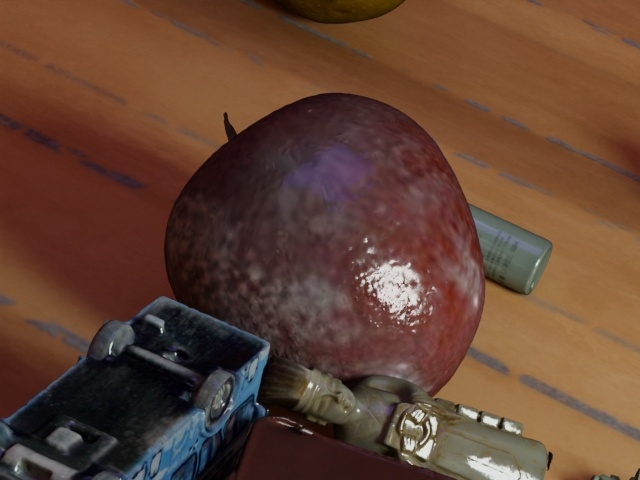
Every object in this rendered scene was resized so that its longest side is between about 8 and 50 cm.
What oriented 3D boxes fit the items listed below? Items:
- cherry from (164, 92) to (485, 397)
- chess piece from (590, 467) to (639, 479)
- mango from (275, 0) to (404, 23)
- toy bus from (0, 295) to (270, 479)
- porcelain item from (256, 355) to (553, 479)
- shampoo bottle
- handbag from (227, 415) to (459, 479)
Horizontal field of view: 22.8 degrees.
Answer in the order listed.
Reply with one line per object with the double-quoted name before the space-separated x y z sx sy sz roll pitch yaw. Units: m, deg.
"cherry" 0.000 0.000 1.217 0.236 0.213 0.285 -34 69 -6
"chess piece" 0.276 0.201 1.191 0.149 0.059 0.059 17 31 10
"mango" -0.008 -0.342 1.819 0.176 0.176 0.329 35 -2 -31
"toy bus" -0.144 0.153 0.988 0.106 0.131 0.297 22 31 18
"porcelain item" 0.058 0.135 1.120 0.213 0.054 0.084 26 70 -16
"shampoo bottle" 0.113 -0.015 1.446 0.195 0.056 0.056 27 33 14
"handbag" 0.044 0.247 0.985 0.260 0.084 0.275 20 32 0
